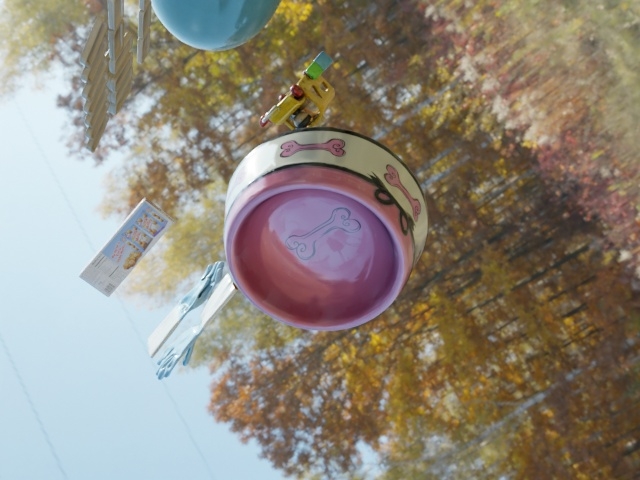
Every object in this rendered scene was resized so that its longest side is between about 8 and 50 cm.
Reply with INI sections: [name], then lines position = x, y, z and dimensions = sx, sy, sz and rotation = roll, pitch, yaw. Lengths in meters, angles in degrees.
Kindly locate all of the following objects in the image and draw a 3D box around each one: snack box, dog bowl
[snack box]
position = -0.335, 0.013, 1.196
dimensions = 0.064, 0.178, 0.022
rotation = 40, -174, -20
[dog bowl]
position = 0.000, 0.000, 1.318
dimensions = 0.408, 0.408, 0.150
rotation = 46, -151, -20

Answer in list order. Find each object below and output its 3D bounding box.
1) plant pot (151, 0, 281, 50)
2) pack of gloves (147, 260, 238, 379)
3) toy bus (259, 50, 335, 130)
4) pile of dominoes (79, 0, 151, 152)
[plant pot]
position = -0.196, -0.496, 1.279
dimensions = 0.292, 0.235, 0.293
rotation = 7, -118, -14
[pack of gloves]
position = -0.235, 0.153, 1.315
dimensions = 0.046, 0.232, 0.195
rotation = 38, -176, -24
[toy bus]
position = -0.037, -0.281, 1.472
dimensions = 0.104, 0.202, 0.191
rotation = 41, 170, -12
[pile of dominoes]
position = -0.279, -0.251, 0.907
dimensions = 0.040, 0.251, 0.196
rotation = 23, -117, -5
